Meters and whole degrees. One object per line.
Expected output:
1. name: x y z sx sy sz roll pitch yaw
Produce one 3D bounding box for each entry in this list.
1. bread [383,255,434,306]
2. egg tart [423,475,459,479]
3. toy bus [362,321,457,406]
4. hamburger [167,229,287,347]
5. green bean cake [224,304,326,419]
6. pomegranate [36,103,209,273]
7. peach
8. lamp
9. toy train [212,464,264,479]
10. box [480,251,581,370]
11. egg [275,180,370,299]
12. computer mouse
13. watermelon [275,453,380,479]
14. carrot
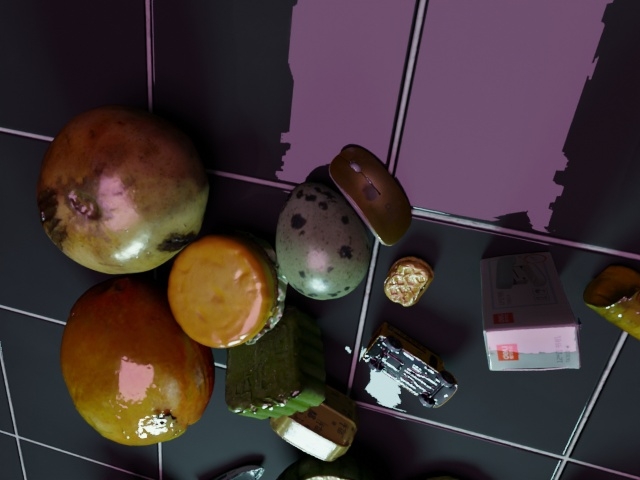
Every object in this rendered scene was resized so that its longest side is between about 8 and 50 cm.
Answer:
1. bread: 0.175 0.081 0.990 0.083 0.044 0.111 28 120 3
2. egg tart: 0.305 0.675 1.189 0.241 0.106 0.241 5 118 10
3. toy bus: 0.192 0.261 1.042 0.194 0.088 0.083 34 118 1
4. hamburger: -0.177 0.097 1.013 0.246 0.170 0.246 1 92 15
5. green bean cake: -0.095 0.262 1.050 0.200 0.214 0.113 -18 144 22
6. pomegranate: -0.365 -0.090 0.928 0.322 0.322 0.322 6 115 13
7. peach: -0.397 0.250 1.074 0.289 0.372 0.373 -28 108 -15
8. lamp: -0.014 0.400 1.121 0.185 0.161 0.161 30 118 -7
9. toy train: -0.245 0.666 1.363 0.252 0.048 0.055 -35 111 20
10. box: 0.345 0.111 0.833 0.135 0.269 0.079 -8 110 20
11. egg: 0.000 0.000 0.930 0.177 0.177 0.228 -16 92 21
12. computer mouse: 0.097 -0.083 0.917 0.199 0.102 0.045 53 153 -10
13. watermelon: 0.032 0.634 1.198 0.330 0.189 0.331 0 117 1
14. carrot: 0.626 0.156 0.869 0.301 0.114 0.114 34 117 1
